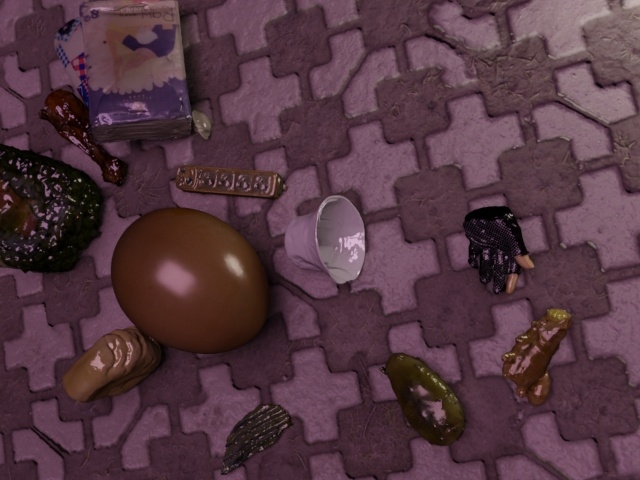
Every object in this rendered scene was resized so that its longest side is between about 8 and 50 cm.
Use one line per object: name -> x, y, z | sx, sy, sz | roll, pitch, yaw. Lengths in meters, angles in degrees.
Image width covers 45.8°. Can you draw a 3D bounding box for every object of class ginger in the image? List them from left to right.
ginger -> 0.431, 0.229, 1.544 | 0.115, 0.081, 0.206 | 17, 89, 12

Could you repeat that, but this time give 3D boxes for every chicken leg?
chicken leg -> -0.596, -0.257, 1.930 | 0.304, 0.093, 0.113 | 50, 124, 7

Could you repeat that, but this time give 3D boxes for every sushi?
sushi -> -0.736, -0.074, 1.893 | 0.351, 0.178, 0.294 | 23, 92, 15

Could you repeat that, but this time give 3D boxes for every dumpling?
dumpling -> -0.295, -0.286, 1.849 | 0.043, 0.059, 0.077 | -3, 78, 27

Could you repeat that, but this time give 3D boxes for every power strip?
power strip -> -0.228, -0.141, 1.817 | 0.305, 0.044, 0.064 | 6, 85, 18

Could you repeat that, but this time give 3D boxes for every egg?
egg -> -0.284, 0.090, 1.666 | 0.373, 0.301, 0.301 | 28, 91, 19

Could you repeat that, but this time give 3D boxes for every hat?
hat -> 0.000, 0.000, 1.674 | 0.126, 0.203, 0.203 | -1, 82, 35

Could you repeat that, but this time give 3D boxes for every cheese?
cheese -> -0.485, 0.292, 1.751 | 0.226, 0.214, 0.117 | -38, 78, 2

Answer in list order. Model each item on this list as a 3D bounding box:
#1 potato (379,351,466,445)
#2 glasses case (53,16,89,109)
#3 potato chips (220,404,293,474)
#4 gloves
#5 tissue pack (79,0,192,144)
potato -> 0.217, 0.329, 1.593 | 0.117, 0.090, 0.225 | -45, 66, 13
glasses case -> -0.578, -0.432, 1.945 | 0.125, 0.076, 0.327 | -35, 74, 9
potato chips -> -0.160, 0.446, 1.726 | 0.207, 0.028, 0.092 | -37, 73, 7
gloves -> 0.376, 0.024, 1.595 | 0.129, 0.106, 0.181 | -13, 108, 16
tissue pack -> -0.448, -0.417, 1.837 | 0.242, 0.125, 0.344 | -7, 74, -9
